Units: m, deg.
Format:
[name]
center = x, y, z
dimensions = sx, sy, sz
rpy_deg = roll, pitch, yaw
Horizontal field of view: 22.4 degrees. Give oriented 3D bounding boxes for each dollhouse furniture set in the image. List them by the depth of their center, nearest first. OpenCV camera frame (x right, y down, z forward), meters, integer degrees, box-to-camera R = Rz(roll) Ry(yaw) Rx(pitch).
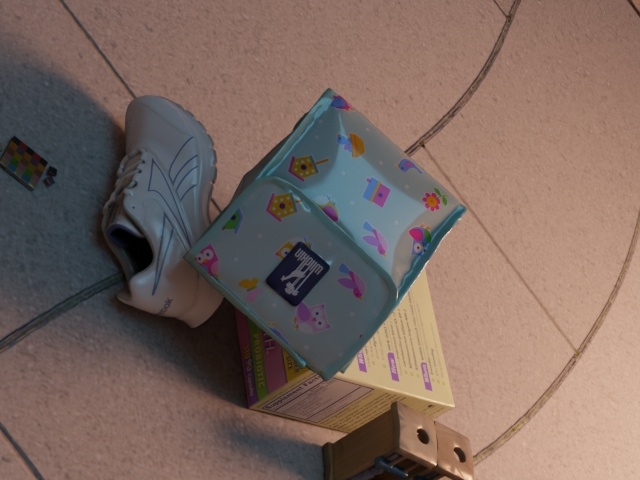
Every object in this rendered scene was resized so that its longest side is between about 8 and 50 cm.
[dollhouse furniture set]
center = 0.093, 0.312, 1.868
dimensions = 0.129, 0.129, 0.183
rpy_deg = 29, 42, -32

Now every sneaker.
[sneaker]
center = -0.189, -0.046, 1.855
dimensions = 0.129, 0.111, 0.297
rpy_deg = 11, 53, -38

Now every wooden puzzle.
[wooden puzzle]
center = -0.331, -0.086, 1.802
dimensions = 0.083, 0.006, 0.049
rpy_deg = 40, 38, -21

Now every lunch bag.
[lunch bag]
center = 0.000, 0.000, 1.802
dimensions = 0.223, 0.160, 0.262
rpy_deg = 42, 59, -5

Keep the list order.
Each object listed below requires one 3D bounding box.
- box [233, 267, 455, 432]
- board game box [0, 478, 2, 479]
[box]
center = 0.024, 0.110, 1.963
dimensions = 0.243, 0.117, 0.213
rpy_deg = 19, 49, -41
[board game box]
center = -0.361, 0.287, 1.363
dimensions = 0.193, 0.053, 0.305
rpy_deg = 40, 30, 23
